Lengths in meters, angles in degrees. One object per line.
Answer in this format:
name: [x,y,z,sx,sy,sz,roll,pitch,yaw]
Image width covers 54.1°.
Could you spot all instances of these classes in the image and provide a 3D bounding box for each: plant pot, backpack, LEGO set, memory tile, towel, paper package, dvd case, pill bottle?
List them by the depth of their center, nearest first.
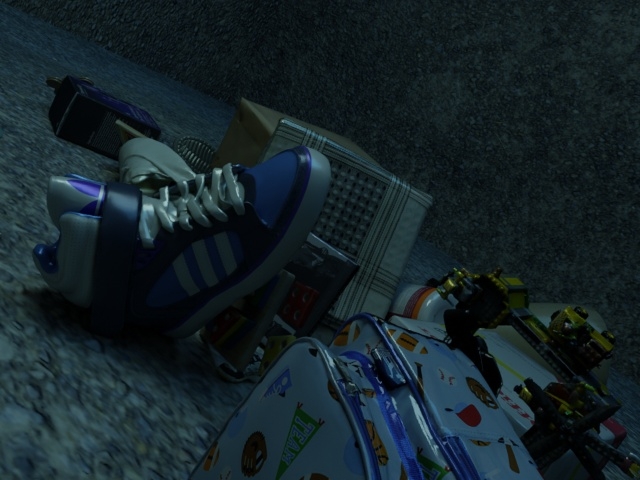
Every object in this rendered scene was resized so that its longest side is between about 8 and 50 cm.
backpack: [0.039,0.208,0.427,0.213,0.276,0.263,16,25,-38]
LEGO set: [0.133,0.190,0.648,0.192,0.331,0.255,5,45,-51]
dvd case: [-0.087,0.044,0.957,0.239,0.179,0.029,35,-5,17]
towel: [0.000,0.000,1.045,0.312,0.324,0.056,27,-7,-13]
pill bottle: [0.135,0.133,1.140,0.221,0.121,0.121,8,-9,46]
paper package: [-0.016,-0.120,1.290,0.325,0.168,0.309,13,25,-41]
plant pot: [0.434,0.242,1.375,0.274,0.256,0.256,12,15,-9]
memory tile: [-0.573,-0.344,1.500,0.113,0.012,0.148,1,-23,6]

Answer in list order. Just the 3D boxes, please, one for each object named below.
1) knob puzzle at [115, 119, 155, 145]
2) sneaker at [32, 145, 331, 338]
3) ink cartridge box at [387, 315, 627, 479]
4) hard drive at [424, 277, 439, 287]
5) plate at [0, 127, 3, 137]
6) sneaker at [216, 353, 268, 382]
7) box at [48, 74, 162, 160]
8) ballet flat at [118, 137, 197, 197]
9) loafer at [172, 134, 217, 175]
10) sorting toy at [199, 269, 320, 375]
knob puzzle: [-0.343,-0.150,1.321,0.213,0.030,0.213,29,-23,14]
sneaker: [-0.172,-0.027,0.698,0.236,0.323,0.130,32,27,-35]
ink cartridge box: [0.252,0.264,0.931,0.279,0.160,0.385,39,14,36]
hard drive: [0.217,0.147,1.397,0.022,0.135,0.094,34,12,15]
plate: [-0.647,-0.233,1.092,0.188,0.024,0.188,29,11,-6]
sneaker: [-0.095,0.159,0.802,0.083,0.037,0.032,15,21,-49]
box: [-0.490,-0.267,1.424,0.207,0.108,0.153,22,15,-38]
ballet flat: [-0.274,-0.070,1.139,0.400,0.139,0.139,37,13,24]
loafer: [-0.302,-0.198,1.705,0.251,0.094,0.087,34,-17,-33]
sorting toy: [-0.105,0.079,0.789,0.046,0.132,0.274,31,-4,-33]
